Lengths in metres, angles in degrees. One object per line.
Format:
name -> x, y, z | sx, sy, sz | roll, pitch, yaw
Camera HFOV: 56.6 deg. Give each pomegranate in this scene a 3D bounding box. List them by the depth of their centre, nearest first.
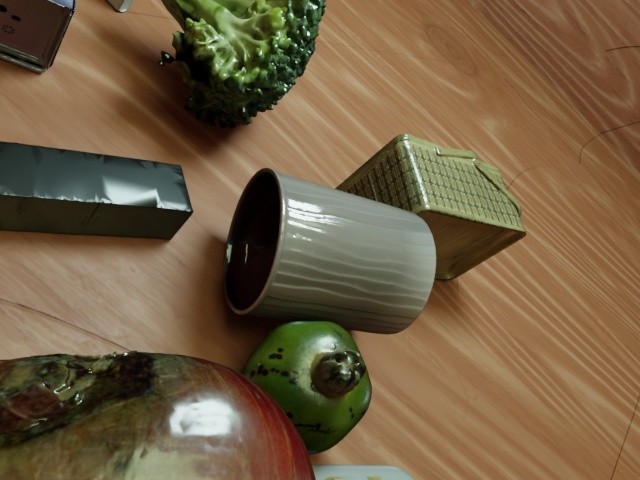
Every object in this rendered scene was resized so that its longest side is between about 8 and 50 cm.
pomegranate -> -0.009, 0.180, 0.775 | 0.180, 0.209, 0.179 | 11, 60, -20

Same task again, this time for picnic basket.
picnic basket -> 0.208, -0.055, 1.152 | 0.313, 0.228, 0.175 | 10, 55, -36

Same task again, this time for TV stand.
TV stand -> -0.315, -0.062, 0.795 | 0.270, 0.083, 0.088 | 2, 59, -40

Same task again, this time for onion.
onion -> -0.179, 0.232, 0.491 | 0.354, 0.354, 0.353 | 24, 45, -27

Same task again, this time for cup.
cup -> -0.005, 0.018, 0.920 | 0.273, 0.288, 0.208 | 13, 94, -25

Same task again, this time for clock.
clock -> -0.460, -0.335, 0.837 | 0.194, 0.145, 0.073 | 17, 54, -33

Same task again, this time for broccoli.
broccoli -> -0.146, -0.363, 0.995 | 0.281, 0.347, 0.293 | 32, 35, -4

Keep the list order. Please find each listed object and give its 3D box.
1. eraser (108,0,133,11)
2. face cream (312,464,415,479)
eraser -> -0.399, -0.549, 1.055 | 0.230, 0.157, 0.038 | 45, 36, -3
face cream -> 0.086, 0.379, 0.805 | 0.292, 0.071, 0.143 | 17, 49, -33
